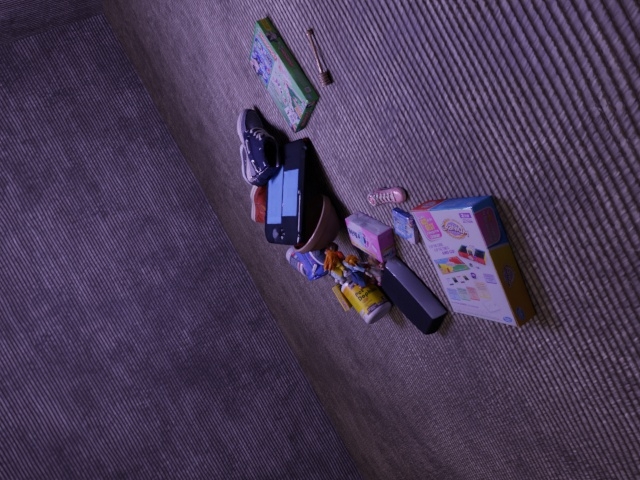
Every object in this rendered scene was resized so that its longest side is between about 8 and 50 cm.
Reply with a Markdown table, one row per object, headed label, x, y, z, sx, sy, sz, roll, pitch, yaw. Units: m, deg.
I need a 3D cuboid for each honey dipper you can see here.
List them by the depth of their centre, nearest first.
| label | x | y | z | sx | sy | sz | roll | pitch | yaw |
| --- | --- | --- | --- | --- | --- | --- | --- | --- | --- |
| honey dipper | -0.010 | -0.523 | 1.427 | 0.030 | 0.030 | 0.160 | 14 | 129 | 63 |

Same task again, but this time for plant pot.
| label | x | y | z | sx | sy | sz | roll | pitch | yaw |
| --- | --- | --- | --- | --- | --- | --- | --- | --- | --- |
| plant pot | -0.003 | -0.048 | 1.859 | 0.110 | 0.237 | 0.237 | 25 | 170 | -20 |

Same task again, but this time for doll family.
| label | x | y | z | sx | sy | sz | roll | pitch | yaw |
| --- | --- | --- | --- | --- | --- | --- | --- | --- | --- |
| doll family | 0.102 | 0.098 | 1.765 | 0.263 | 0.118 | 0.163 | 16 | 145 | 31 |

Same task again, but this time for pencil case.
| label | x | y | z | sx | sy | sz | roll | pitch | yaw |
| --- | --- | --- | --- | --- | --- | --- | --- | --- | --- |
| pencil case | -0.062 | 0.034 | 2.156 | 0.306 | 0.119 | 0.133 | 61 | -164 | -3 |

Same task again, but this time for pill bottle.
| label | x | y | z | sx | sy | sz | roll | pitch | yaw |
| --- | --- | --- | --- | --- | --- | --- | --- | --- | --- |
| pill bottle | 0.160 | 0.200 | 1.872 | 0.215 | 0.117 | 0.117 | 50 | 158 | 24 |
| pill bottle | -0.086 | 0.092 | 2.319 | 0.180 | 0.108 | 0.108 | 29 | 143 | 54 |

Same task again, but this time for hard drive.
| label | x | y | z | sx | sy | sz | roll | pitch | yaw |
| --- | --- | --- | --- | --- | --- | --- | --- | --- | --- |
| hard drive | 0.294 | 0.184 | 1.626 | 0.254 | 0.054 | 0.172 | 50 | 157 | 26 |

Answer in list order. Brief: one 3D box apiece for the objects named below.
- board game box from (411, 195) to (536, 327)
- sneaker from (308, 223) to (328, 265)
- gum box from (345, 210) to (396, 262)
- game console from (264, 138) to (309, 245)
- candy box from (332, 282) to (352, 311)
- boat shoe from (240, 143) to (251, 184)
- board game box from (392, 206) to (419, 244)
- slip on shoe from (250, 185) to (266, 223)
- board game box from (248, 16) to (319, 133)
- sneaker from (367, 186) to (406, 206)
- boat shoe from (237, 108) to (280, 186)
| label | x | y | z | sx | sy | sz | roll | pitch | yaw |
| --- | --- | --- | --- | --- | --- | --- | --- | --- | --- |
| board game box | 0.374 | 0.048 | 1.240 | 0.316 | 0.064 | 0.242 | 65 | 159 | -12 |
| sneaker | -0.002 | 0.000 | 2.030 | 0.226 | 0.086 | 0.163 | 62 | 161 | -6 |
| gum box | 0.163 | -0.016 | 1.653 | 0.188 | 0.062 | 0.107 | 34 | 147 | 50 |
| game console | -0.134 | -0.176 | 1.901 | 0.342 | 0.060 | 0.386 | -175 | 87 | -67 |
| candy box | 0.105 | 0.213 | 1.988 | 0.105 | 0.027 | 0.206 | 61 | -164 | 2 |
| boat shoe | -0.322 | -0.350 | 2.337 | 0.076 | 0.080 | 0.228 | 43 | 146 | 42 |
| board game box | 0.252 | -0.043 | 1.469 | 0.090 | 0.020 | 0.090 | 36 | 150 | 48 |
| slip on shoe | -0.273 | -0.198 | 2.398 | 0.101 | 0.123 | 0.331 | 21 | 143 | 9 |
| board game box | -0.130 | -0.543 | 1.659 | 0.317 | 0.046 | 0.213 | 58 | 159 | 5 |
| sneaker | 0.187 | -0.123 | 1.443 | 0.134 | 0.070 | 0.051 | 16 | 131 | 61 |
| boat shoe | -0.231 | -0.394 | 1.951 | 0.158 | 0.127 | 0.340 | -32 | 67 | 52 |
